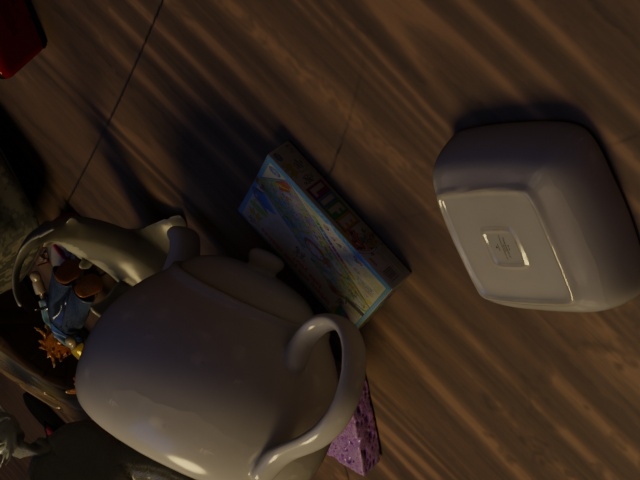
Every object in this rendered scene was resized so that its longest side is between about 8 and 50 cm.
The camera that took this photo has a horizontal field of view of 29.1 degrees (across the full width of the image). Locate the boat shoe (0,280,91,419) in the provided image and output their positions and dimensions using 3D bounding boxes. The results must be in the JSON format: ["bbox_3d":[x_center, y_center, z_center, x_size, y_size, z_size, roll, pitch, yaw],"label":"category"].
[{"bbox_3d":[-0.424,0.120,1.645,0.341,0.121,0.110,37,145,21],"label":"boat shoe"}]

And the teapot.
[{"bbox_3d":[-0.079,0.098,1.086,0.256,0.187,0.252,26,-177,8],"label":"teapot"}]

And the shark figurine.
[{"bbox_3d":[-0.195,0.006,1.232,0.278,0.116,0.166,34,-149,-47],"label":"shark figurine"}]

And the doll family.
[{"bbox_3d":[-0.274,0.104,1.434,0.263,0.118,0.163,46,145,15],"label":"doll family"}]

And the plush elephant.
[{"bbox_3d":[-0.273,0.350,1.556,0.330,0.272,0.255,28,157,23],"label":"plush elephant"}]

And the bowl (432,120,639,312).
[{"bbox_3d":[0.141,-0.007,0.847,0.142,0.053,0.142,2,124,53],"label":"bowl"}]

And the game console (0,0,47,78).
[{"bbox_3d":[-0.339,-0.241,1.212,0.085,0.124,0.144,-5,121,24],"label":"game console"}]

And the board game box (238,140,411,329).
[{"bbox_3d":[0.000,0.000,1.062,0.154,0.026,0.103,48,148,7],"label":"board game box"}]

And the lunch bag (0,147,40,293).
[{"bbox_3d":[-0.499,-0.043,1.408,0.305,0.256,0.212,61,151,8],"label":"lunch bag"}]

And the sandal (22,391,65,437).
[{"bbox_3d":[-0.404,0.303,1.879,0.179,0.040,0.067,40,146,19],"label":"sandal"}]

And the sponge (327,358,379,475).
[{"bbox_3d":[-0.032,0.146,1.245,0.210,0.031,0.117,23,138,38],"label":"sponge"}]
